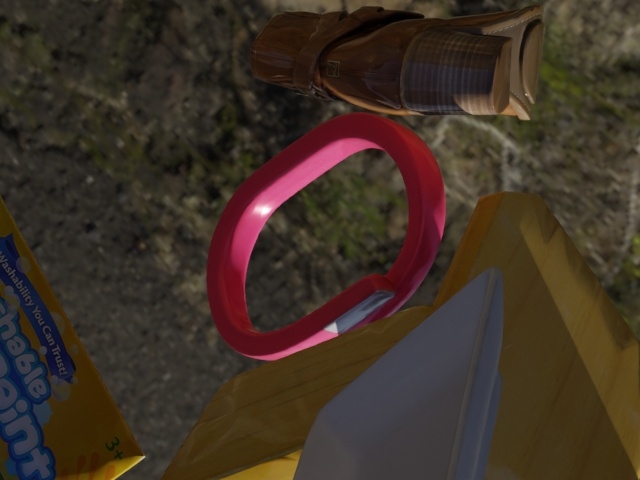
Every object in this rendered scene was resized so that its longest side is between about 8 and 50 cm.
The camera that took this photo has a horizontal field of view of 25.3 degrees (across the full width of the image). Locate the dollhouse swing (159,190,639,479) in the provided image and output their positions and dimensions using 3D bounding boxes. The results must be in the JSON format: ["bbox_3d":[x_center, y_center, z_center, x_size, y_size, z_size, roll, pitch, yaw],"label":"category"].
[{"bbox_3d":[0.093,0.179,1.226,0.315,0.305,0.347,-23,122,28],"label":"dollhouse swing"}]

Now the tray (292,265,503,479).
[{"bbox_3d":[0.012,0.142,0.519,0.030,0.270,0.145,31,136,-13],"label":"tray"}]

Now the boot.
[{"bbox_3d":[0.079,-0.161,1.282,0.283,0.220,0.109,-39,134,-63],"label":"boot"}]

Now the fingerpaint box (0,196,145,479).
[{"bbox_3d":[-0.404,0.078,1.084,0.371,0.445,0.163,-32,-171,-39],"label":"fingerpaint box"}]

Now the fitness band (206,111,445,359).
[{"bbox_3d":[0.000,0.000,1.390,0.291,0.209,0.054,-33,145,34],"label":"fitness band"}]
